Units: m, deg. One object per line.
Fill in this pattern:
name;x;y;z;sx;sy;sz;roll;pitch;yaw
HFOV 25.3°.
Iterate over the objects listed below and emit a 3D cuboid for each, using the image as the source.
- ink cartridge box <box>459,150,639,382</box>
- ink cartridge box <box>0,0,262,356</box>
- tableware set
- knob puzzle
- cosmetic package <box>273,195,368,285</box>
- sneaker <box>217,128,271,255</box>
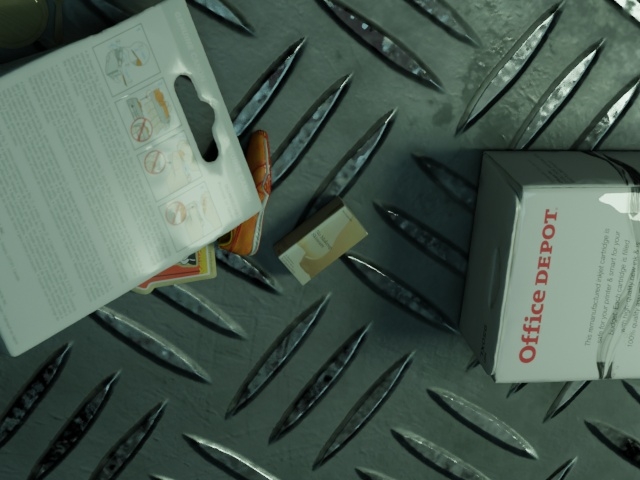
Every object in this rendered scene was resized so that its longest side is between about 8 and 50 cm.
ink cartridge box;0.410;0.031;1.958;0.395;0.166;0.285;0;112;-14
ink cartridge box;-0.287;-0.086;1.721;0.385;0.091;0.308;-32;115;-27
tableware set;-0.369;-0.325;1.702;0.128;0.039;0.194;-5;120;-24
knob puzzle;-0.238;-0.014;1.868;0.213;0.030;0.213;-5;114;-11
cosmetic package;0.000;0.000;1.921;0.115;0.041;0.060;-39;115;5
sneaker;-0.100;-0.061;1.862;0.067;0.064;0.175;10;108;-6
